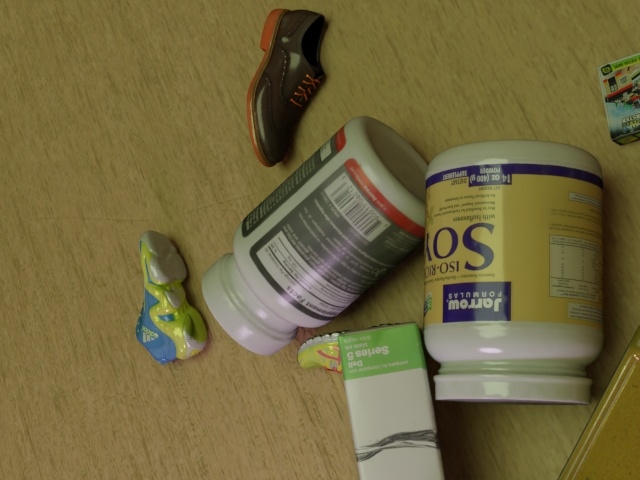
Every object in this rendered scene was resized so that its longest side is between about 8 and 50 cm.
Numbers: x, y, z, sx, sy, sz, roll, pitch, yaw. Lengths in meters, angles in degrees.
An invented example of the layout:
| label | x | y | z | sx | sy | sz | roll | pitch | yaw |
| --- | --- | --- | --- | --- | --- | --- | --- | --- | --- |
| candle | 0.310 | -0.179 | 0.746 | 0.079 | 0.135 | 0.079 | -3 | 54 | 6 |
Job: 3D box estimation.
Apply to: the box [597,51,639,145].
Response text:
| label | x | y | z | sx | sy | sz | roll | pitch | yaw |
| --- | --- | --- | --- | --- | --- | --- | --- | --- | --- |
| box | 0.485 | -0.212 | 1.592 | 0.207 | 0.036 | 0.114 | -17 | 72 | 32 |

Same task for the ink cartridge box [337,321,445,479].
| label | x | y | z | sx | sy | sz | roll | pitch | yaw |
| --- | --- | --- | --- | --- | --- | --- | --- | --- | --- |
| ink cartridge box | 0.102 | 0.255 | 1.637 | 0.115 | 0.198 | 0.272 | -9 | 86 | 3 |

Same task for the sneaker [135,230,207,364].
| label | x | y | z | sx | sy | sz | roll | pitch | yaw |
| --- | --- | --- | --- | --- | --- | --- | --- | --- | --- |
| sneaker | -0.288 | 0.106 | 2.047 | 0.126 | 0.091 | 0.240 | -34 | 64 | 26 |

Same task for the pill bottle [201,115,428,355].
| label | x | y | z | sx | sy | sz | roll | pitch | yaw |
| --- | --- | --- | --- | --- | --- | --- | --- | --- | --- |
| pill bottle | 0.000 | 0.000 | 1.790 | 0.363 | 0.210 | 0.210 | -41 | 61 | 23 |

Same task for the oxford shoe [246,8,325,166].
| label | x | y | z | sx | sy | sz | roll | pitch | yaw |
| --- | --- | --- | --- | --- | --- | --- | --- | --- | --- |
| oxford shoe | -0.053 | -0.254 | 1.948 | 0.098 | 0.097 | 0.271 | 4 | 84 | 30 |

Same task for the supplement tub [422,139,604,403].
| label | x | y | z | sx | sy | sz | roll | pitch | yaw |
| --- | --- | --- | --- | --- | --- | --- | --- | --- | --- |
| supplement tub | 0.257 | 0.050 | 1.578 | 0.241 | 0.241 | 0.331 | -5 | 78 | 35 |

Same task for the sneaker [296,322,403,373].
| label | x | y | z | sx | sy | sz | roll | pitch | yaw |
| --- | --- | --- | --- | --- | --- | --- | --- | --- | --- |
| sneaker | 0.053 | 0.184 | 1.797 | 0.209 | 0.081 | 0.094 | -13 | 76 | 33 |

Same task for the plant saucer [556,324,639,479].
| label | x | y | z | sx | sy | sz | roll | pitch | yaw |
| --- | --- | --- | --- | --- | --- | --- | --- | --- | --- |
| plant saucer | 0.425 | 0.285 | 1.421 | 0.333 | 0.081 | 0.332 | 40 | 112 | 50 |
